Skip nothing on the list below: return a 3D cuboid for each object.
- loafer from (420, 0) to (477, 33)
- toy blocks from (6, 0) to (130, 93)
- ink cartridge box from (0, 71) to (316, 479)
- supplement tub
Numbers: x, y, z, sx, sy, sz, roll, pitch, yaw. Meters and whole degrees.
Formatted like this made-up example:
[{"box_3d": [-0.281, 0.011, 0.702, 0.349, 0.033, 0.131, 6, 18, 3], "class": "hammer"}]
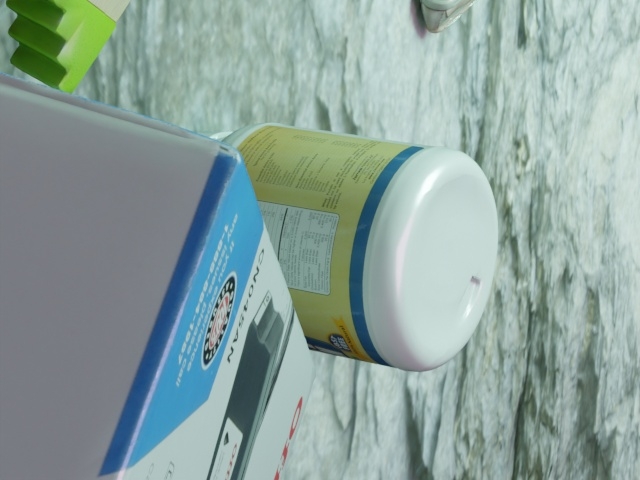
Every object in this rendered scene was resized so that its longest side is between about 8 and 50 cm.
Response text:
[{"box_3d": [0.119, -0.212, 1.556, 0.125, 0.045, 0.039, -44, 151, -35], "class": "loafer"}, {"box_3d": [-0.132, -0.304, 0.981, 0.381, 0.190, 0.261, -58, 139, -3], "class": "toy blocks"}, {"box_3d": [-0.133, 0.124, 0.975, 0.395, 0.166, 0.285, 74, 33, -72], "class": "ink cartridge box"}, {"box_3d": [0.000, 0.000, 1.266, 0.144, 0.199, 0.144, -22, 117, -53], "class": "supplement tub"}]
